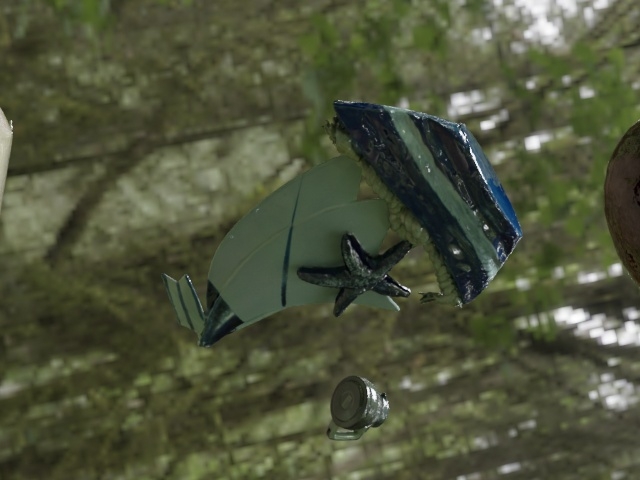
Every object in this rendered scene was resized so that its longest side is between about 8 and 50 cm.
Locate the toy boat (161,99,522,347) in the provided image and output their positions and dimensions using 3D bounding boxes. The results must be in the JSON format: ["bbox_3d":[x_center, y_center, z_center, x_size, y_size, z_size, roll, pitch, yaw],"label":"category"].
[{"bbox_3d":[0.027,0.012,1.284,0.291,0.210,0.070,-45,-152,29],"label":"toy boat"}]

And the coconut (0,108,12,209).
[{"bbox_3d":[-0.344,-0.044,1.245,0.237,0.197,0.237,-2,-92,50],"label":"coconut"}]

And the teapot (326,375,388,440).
[{"bbox_3d":[0.046,0.211,2.013,0.088,0.057,0.066,-56,-140,16],"label":"teapot"}]

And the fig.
[{"bbox_3d":[0.412,-0.041,1.741,0.214,0.235,0.235,-52,136,-74],"label":"fig"}]
